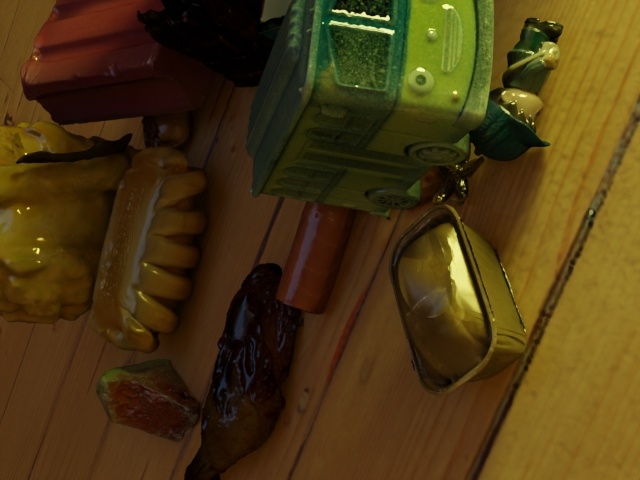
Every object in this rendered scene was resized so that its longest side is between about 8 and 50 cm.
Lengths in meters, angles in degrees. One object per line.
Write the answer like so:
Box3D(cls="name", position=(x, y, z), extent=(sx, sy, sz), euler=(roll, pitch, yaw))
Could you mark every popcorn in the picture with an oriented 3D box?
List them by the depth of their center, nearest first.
Box3D(cls="popcorn", position=(-0.433, -0.048, 1.514), extent=(0.381, 0.349, 0.349), euler=(-43, 45, 31))

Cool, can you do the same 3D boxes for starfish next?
Box3D(cls="starfish", position=(0.139, -0.077, 0.963), extent=(0.078, 0.028, 0.091), euler=(30, 99, 53))

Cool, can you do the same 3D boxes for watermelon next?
Box3D(cls="watermelon", position=(-0.234, 0.239, 1.374), extent=(0.158, 0.121, 0.098), euler=(12, 107, 13))

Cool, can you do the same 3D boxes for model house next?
Box3D(cls="model house", position=(-0.083, -0.349, 1.248), extent=(0.317, 0.297, 0.283), euler=(1, 117, 58))

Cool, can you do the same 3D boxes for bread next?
Box3D(cls="bread", position=(-0.249, 0.014, 1.406), extent=(0.173, 0.121, 0.311), euler=(16, 91, 53))

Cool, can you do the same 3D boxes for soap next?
Box3D(cls="soap", position=(-0.314, -0.318, 1.506), extent=(0.359, 0.128, 0.233), euler=(1, 61, 39))

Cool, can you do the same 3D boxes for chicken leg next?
Box3D(cls="chicken leg", position=(-0.109, 0.185, 1.189), extent=(0.177, 0.083, 0.323), euler=(-7, 70, 63))

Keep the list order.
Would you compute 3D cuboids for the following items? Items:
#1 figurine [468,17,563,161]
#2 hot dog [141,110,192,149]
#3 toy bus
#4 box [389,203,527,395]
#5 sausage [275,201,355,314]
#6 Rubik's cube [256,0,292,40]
Box3D(cls="figurine", position=(0.183, -0.143, 0.885), extent=(0.077, 0.079, 0.136), euler=(29, -112, -82))
Box3D(cls="hot dog", position=(-0.262, -0.240, 1.563), extent=(0.102, 0.076, 0.249), euler=(-30, 53, 42))
Box3D(cls="toy bus", position=(0.038, -0.139, 0.918), extent=(0.312, 0.190, 0.152), euler=(132, 146, -71))
Box3D(cls="box", position=(0.121, 0.056, 0.872), extent=(0.111, 0.111, 0.177), euler=(-45, 44, 37))
Box3D(cls="sausage", position=(0.001, 0.000, 1.109), extent=(0.065, 0.065, 0.169), euler=(22, 95, 56))
Box3D(cls="Rubik's cube", position=(0.052, -0.301, 1.052), extent=(0.183, 0.167, 0.180), euler=(5, 81, 54))
